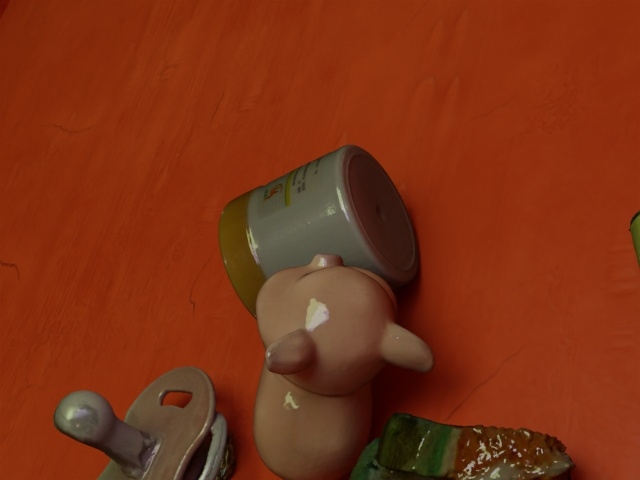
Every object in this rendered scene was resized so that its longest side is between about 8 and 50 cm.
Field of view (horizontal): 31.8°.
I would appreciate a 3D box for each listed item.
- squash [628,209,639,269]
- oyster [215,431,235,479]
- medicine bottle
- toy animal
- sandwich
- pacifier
[{"bbox_3d":[0.450,0.068,1.409,0.094,0.094,0.224,-20,55,30],"label":"squash"},{"bbox_3d":[-0.153,0.349,1.758,0.093,0.034,0.051,-61,24,2],"label":"oyster"},{"bbox_3d":[0.000,0.000,1.740,0.232,0.238,0.238,-25,44,23],"label":"medicine bottle"},{"bbox_3d":[0.000,0.181,1.565,0.269,0.237,0.326,170,103,-70],"label":"toy animal"},{"bbox_3d":[0.162,0.289,1.380,0.301,0.162,0.250,-13,19,19],"label":"sandwich"},{"bbox_3d":[-0.285,0.334,1.750,0.220,0.273,0.332,112,-178,-68],"label":"pacifier"}]
